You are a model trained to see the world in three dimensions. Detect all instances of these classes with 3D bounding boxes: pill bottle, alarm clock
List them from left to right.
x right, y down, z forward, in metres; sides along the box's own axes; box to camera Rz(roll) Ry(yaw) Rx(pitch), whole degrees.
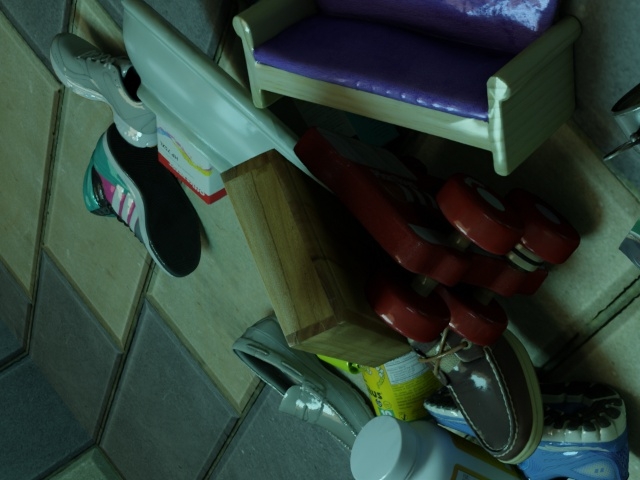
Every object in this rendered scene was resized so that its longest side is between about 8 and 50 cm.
[{"bbox_3d":[0.110,0.161,1.788,0.118,0.118,0.208,15,131,51],"label":"pill bottle"},{"bbox_3d":[0.163,0.332,1.744,0.246,0.136,0.136,30,166,-32],"label":"pill bottle"},{"bbox_3d":[0.315,-0.116,1.108,0.064,0.192,0.129,58,153,-5],"label":"alarm clock"}]

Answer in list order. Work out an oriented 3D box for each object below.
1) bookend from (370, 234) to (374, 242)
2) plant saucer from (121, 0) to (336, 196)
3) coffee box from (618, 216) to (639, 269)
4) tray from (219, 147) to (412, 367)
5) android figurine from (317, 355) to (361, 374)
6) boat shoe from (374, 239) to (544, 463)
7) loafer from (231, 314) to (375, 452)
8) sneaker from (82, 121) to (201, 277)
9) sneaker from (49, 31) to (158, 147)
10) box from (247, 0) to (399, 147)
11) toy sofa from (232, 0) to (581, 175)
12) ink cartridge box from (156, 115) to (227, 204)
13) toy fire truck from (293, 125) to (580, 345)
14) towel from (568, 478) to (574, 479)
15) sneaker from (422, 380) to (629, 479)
[{"bbox_3d":[0.000,0.000,1.794,0.157,0.072,0.156,-22,89,34],"label":"bookend"},{"bbox_3d":[-0.133,-0.160,1.655,0.400,0.100,0.400,42,-178,-2],"label":"plant saucer"},{"bbox_3d":[0.383,-0.011,1.267,0.113,0.040,0.184,48,151,17],"label":"coffee box"},{"bbox_3d":[0.013,0.035,1.488,0.202,0.076,0.411,67,-171,14],"label":"tray"},{"bbox_3d":[0.005,0.089,1.948,0.273,0.056,0.248,21,136,45],"label":"android figurine"},{"bbox_3d":[0.158,0.122,1.549,0.123,0.123,0.342,-48,51,41],"label":"boat shoe"},{"bbox_3d":[-0.020,0.262,2.099,0.319,0.111,0.112,43,149,24],"label":"loafer"},{"bbox_3d":[-0.331,-0.055,2.244,0.178,0.124,0.295,-27,88,57],"label":"sneaker"},{"bbox_3d":[-0.345,-0.280,2.091,0.262,0.099,0.121,41,141,13],"label":"sneaker"},{"bbox_3d":[0.000,-0.217,1.633,0.244,0.060,0.100,59,152,-5],"label":"box"},{"bbox_3d":[0.087,-0.215,1.350,0.363,0.150,0.177,19,134,35],"label":"toy sofa"},{"bbox_3d":[-0.189,-0.154,1.975,0.134,0.078,0.231,41,148,27],"label":"ink cartridge box"},{"bbox_3d":[0.131,-0.025,1.435,0.169,0.302,0.254,-52,57,21],"label":"toy fire truck"},{"bbox_3d":[0.346,0.359,1.730,0.152,0.023,0.113,60,154,-10],"label":"towel"},{"bbox_3d":[0.263,0.256,1.636,0.330,0.130,0.147,10,125,53],"label":"sneaker"}]
